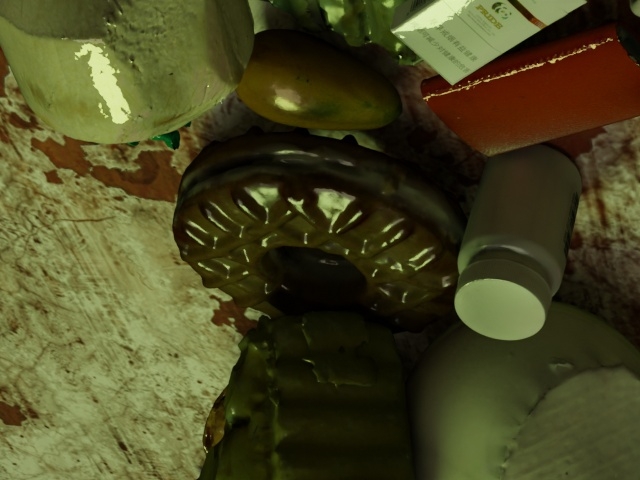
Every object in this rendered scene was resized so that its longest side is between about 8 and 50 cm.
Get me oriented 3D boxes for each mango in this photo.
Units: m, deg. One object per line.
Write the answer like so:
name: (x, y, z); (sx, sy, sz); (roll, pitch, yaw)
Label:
mango: (-0.006, -0.150, 1.343); (0.163, 0.111, 0.089); (14, 110, -23)

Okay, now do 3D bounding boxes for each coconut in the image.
coconut: (-0.169, -0.193, 1.214); (0.241, 0.241, 0.241); (12, 139, 11)

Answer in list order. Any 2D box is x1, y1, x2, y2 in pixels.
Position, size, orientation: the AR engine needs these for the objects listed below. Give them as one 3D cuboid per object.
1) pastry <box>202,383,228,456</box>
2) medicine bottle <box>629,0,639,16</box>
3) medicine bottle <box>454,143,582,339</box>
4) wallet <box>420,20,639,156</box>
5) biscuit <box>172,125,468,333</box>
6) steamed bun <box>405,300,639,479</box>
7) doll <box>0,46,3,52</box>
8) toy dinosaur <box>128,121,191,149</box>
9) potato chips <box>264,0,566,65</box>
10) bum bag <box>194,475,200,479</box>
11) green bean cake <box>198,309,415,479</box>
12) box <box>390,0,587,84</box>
pastry: (0.012, 0.242, 1.724); (0.311, 0.162, 0.255); (26, 131, -11)
medicine bottle: (0.385, -0.198, 1.103); (0.250, 0.133, 0.133); (22, 140, 0)
medicine bottle: (0.192, 0.000, 1.359); (0.103, 0.186, 0.102); (12, 139, 10)
wallet: (0.213, -0.139, 1.284); (0.204, 0.045, 0.142); (-14, 151, 34)
biscuit: (0.000, 0.000, 1.469); (0.332, 0.103, 0.332); (11, 151, 6)
steamed bun: (0.209, 0.205, 1.531); (0.309, 0.309, 0.309); (12, 139, 11)
doll: (-0.275, -0.201, 1.366); (0.102, 0.075, 0.227); (14, 172, 7)
toy dinosaur: (-0.194, -0.141, 1.473); (0.096, 0.059, 0.132); (11, 147, 20)
potato chips: (0.057, -0.316, 1.165); (0.358, 0.070, 0.429); (2, 139, 14)
bum bag: (-0.070, 0.386, 1.890); (0.144, 0.095, 0.340); (18, 176, -24)
green bean cake: (-0.037, 0.246, 1.504); (0.202, 0.285, 0.310); (4, 148, -17)
box: (0.144, -0.202, 1.194); (0.084, 0.040, 0.154); (39, 132, -25)
